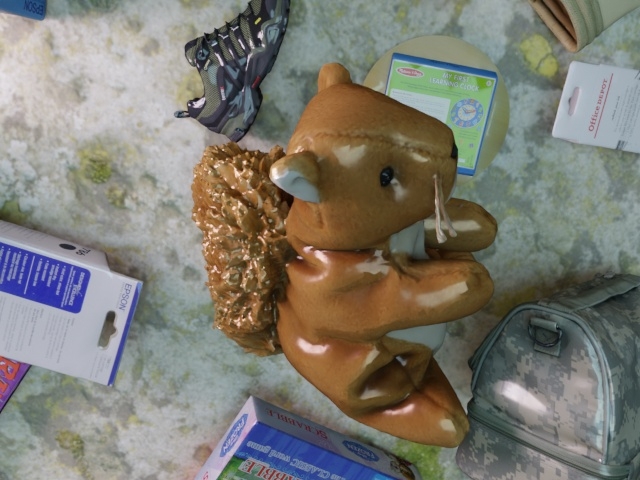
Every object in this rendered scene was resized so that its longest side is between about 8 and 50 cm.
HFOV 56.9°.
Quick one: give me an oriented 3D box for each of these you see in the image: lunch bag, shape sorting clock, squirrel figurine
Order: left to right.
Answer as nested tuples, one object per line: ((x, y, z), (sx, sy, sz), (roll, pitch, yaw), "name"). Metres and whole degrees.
((0.000, 0.000, 0.680), (0.396, 0.281, 0.370), (7, 141, 22), "squirrel figurine")
((0.151, -0.169, 0.798), (0.206, 0.040, 0.206), (0, 104, 1), "shape sorting clock")
((0.337, 0.181, 0.767), (0.305, 0.212, 0.256), (-6, 109, -44), "lunch bag")

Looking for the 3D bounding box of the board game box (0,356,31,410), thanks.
((-0.530, 0.159, 0.852), (0.208, 0.056, 0.347), (33, 101, -15), "board game box")

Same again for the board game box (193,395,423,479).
((-0.052, 0.430, 0.903), (0.318, 0.066, 0.318), (29, 102, -21), "board game box")

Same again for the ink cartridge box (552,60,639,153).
((0.397, -0.177, 0.797), (0.180, 0.060, 0.104), (9, 105, -5), "ink cartridge box")

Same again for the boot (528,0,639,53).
((0.335, -0.390, 0.724), (0.203, 0.095, 0.262), (-32, 108, 7), "boot")

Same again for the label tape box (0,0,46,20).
((-0.511, -0.326, 0.619), (0.347, 0.249, 0.115), (6, 104, -4), "label tape box")

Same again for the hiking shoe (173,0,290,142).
((-0.111, -0.243, 0.744), (0.114, 0.086, 0.227), (18, 104, -11), "hiking shoe")

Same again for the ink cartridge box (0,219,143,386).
((-0.407, 0.067, 0.779), (0.332, 0.065, 0.165), (20, 102, -6), "ink cartridge box")
